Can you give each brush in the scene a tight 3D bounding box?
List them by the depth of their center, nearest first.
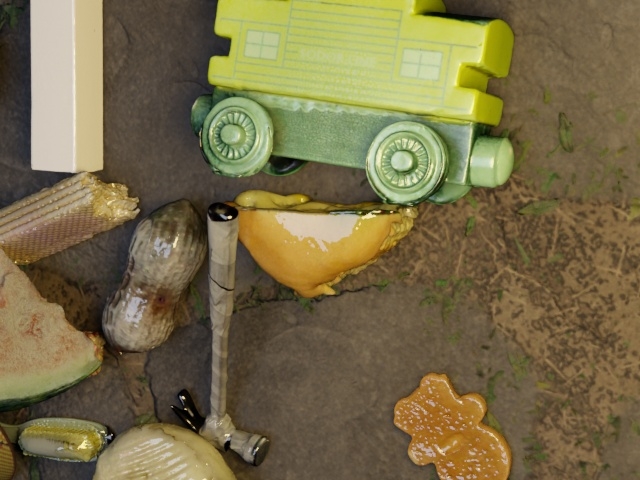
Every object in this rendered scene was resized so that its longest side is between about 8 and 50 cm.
[{"bbox_3d":[-0.455,0.306,1.909,0.297,0.060,0.068,1,100,22],"label":"brush"}]

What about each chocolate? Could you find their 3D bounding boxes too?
[{"bbox_3d":[-0.234,0.055,1.759,0.110,0.110,0.248,29,112,17],"label":"chocolate"}]

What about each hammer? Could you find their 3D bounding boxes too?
[{"bbox_3d":[-0.127,0.128,1.673,0.152,0.044,0.427,24,131,20],"label":"hammer"}]

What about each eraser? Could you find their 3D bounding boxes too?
[{"bbox_3d":[-0.365,-0.249,1.788,0.078,0.076,0.298,4,98,23],"label":"eraser"}]

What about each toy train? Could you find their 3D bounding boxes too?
[{"bbox_3d":[0.040,-0.194,1.581,0.442,0.179,0.272,10,95,23],"label":"toy train"}]

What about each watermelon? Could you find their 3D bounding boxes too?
[{"bbox_3d":[-0.486,0.151,1.773,0.310,0.193,0.231,10,128,28],"label":"watermelon"}]

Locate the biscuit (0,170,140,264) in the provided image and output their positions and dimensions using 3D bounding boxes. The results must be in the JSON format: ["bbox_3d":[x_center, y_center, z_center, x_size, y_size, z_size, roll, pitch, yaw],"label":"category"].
[{"bbox_3d":[-0.389,-0.029,1.810,0.239,0.108,0.061,-21,67,24],"label":"biscuit"}]

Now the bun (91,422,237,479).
[{"bbox_3d":[-0.214,0.379,1.775,0.239,0.141,0.239,-2,86,26],"label":"bun"}]

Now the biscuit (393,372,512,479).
[{"bbox_3d":[0.181,0.262,1.654,0.184,0.027,0.133,37,108,13],"label":"biscuit"}]

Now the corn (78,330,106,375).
[{"bbox_3d":[-0.448,0.179,1.880,0.281,0.092,0.092,-5,95,19],"label":"corn"}]

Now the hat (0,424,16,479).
[{"bbox_3d":[-0.567,0.323,1.910,0.193,0.082,0.193,16,126,23],"label":"hat"}]

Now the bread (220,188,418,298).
[{"bbox_3d":[-0.006,0.007,1.627,0.252,0.174,0.133,4,101,18],"label":"bread"}]
